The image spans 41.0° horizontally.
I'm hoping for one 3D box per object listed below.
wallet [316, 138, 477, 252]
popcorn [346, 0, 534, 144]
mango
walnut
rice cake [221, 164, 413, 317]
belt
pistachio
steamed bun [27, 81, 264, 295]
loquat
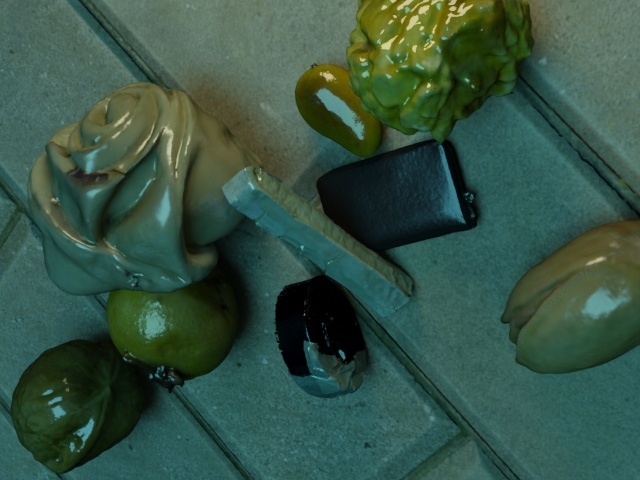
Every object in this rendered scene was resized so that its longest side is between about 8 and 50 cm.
[{"bbox_3d":[0.114,-0.063,1.303,0.250,0.044,0.149,-16,94,34],"label":"wallet"},{"bbox_3d":[0.156,-0.244,1.115,0.249,0.249,0.225,-3,140,30],"label":"popcorn"},{"bbox_3d":[0.032,-0.194,1.289,0.161,0.076,0.103,47,117,5],"label":"mango"},{"bbox_3d":[-0.474,0.316,1.646,0.227,0.283,0.283,30,128,-29],"label":"walnut"},{"bbox_3d":[0.000,0.000,1.287,0.336,0.063,0.066,36,125,-20],"label":"rice cake"},{"bbox_3d":[0.002,0.159,1.370,0.078,0.151,0.198,-18,98,32],"label":"belt"},{"bbox_3d":[0.370,0.076,1.134,0.293,0.181,0.162,-41,46,29],"label":"pistachio"},{"bbox_3d":[-0.286,-0.099,1.329,0.368,0.342,0.255,0,146,17],"label":"steamed bun"},{"bbox_3d":[-0.254,0.135,1.464,0.244,0.244,0.244,9,110,27],"label":"loquat"}]
